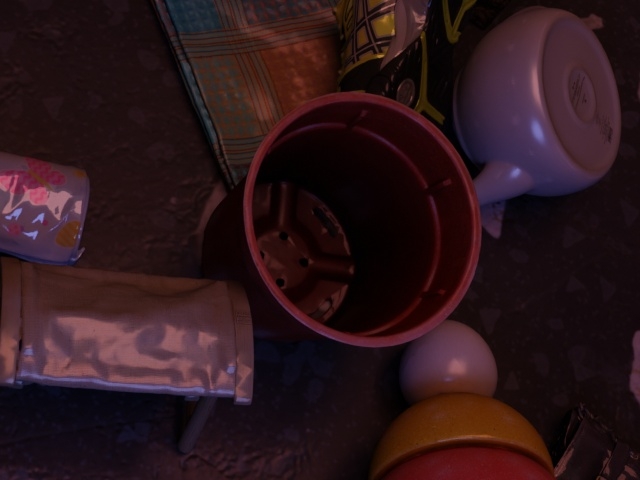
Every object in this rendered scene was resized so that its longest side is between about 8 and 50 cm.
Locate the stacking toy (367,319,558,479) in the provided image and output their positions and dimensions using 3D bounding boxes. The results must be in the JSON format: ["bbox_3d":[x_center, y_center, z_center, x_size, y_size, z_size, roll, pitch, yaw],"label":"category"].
[{"bbox_3d":[0.163,0.287,1.658,0.350,0.351,0.480,11,51,-16],"label":"stacking toy"}]

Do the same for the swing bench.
[{"bbox_3d":[-0.223,0.114,1.576,0.253,0.255,0.165,7,67,-18],"label":"swing bench"}]

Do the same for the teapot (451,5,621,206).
[{"bbox_3d":[0.254,-0.171,1.911,0.256,0.187,0.253,-18,96,-51],"label":"teapot"}]

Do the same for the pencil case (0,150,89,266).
[{"bbox_3d":[-0.392,-0.045,1.657,0.273,0.113,0.124,9,57,-17],"label":"pencil case"}]

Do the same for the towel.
[{"bbox_3d":[-0.050,-0.231,1.898,0.271,0.040,0.370,-16,76,-24],"label":"towel"}]

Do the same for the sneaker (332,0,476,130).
[{"bbox_3d":[0.084,-0.234,1.871,0.147,0.145,0.385,13,75,34],"label":"sneaker"}]

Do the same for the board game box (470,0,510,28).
[{"bbox_3d":[0.210,-0.450,1.935,0.232,0.291,0.141,34,62,-4],"label":"board game box"}]

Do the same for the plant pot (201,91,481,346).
[{"bbox_3d":[0.000,0.000,1.681,0.272,0.265,0.273,4,78,-21],"label":"plant pot"}]

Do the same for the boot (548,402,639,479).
[{"bbox_3d":[0.394,0.277,1.830,0.229,0.091,0.263,40,64,-2],"label":"boot"}]
